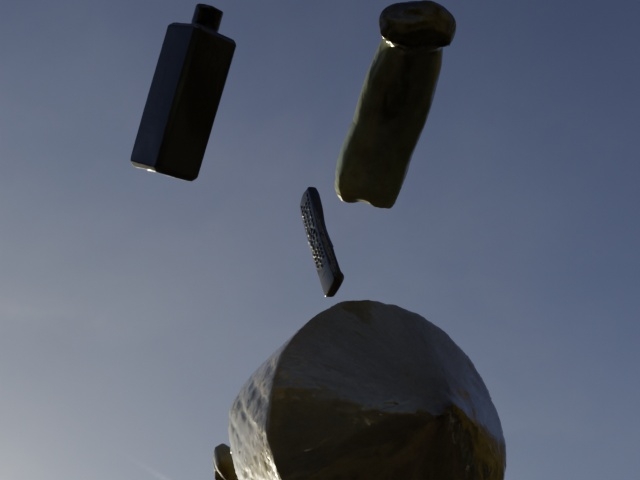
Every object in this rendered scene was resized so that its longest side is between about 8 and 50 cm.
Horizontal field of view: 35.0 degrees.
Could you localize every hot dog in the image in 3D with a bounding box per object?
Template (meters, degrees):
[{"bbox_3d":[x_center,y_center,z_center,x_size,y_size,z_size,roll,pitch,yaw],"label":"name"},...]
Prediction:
[{"bbox_3d":[-0.116,0.433,1.760,0.073,0.084,0.242,-55,-41,-12],"label":"hot dog"}]

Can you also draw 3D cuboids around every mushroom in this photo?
[{"bbox_3d":[0.093,-0.175,1.333,0.100,0.081,0.312,12,-49,-5],"label":"mushroom"}]

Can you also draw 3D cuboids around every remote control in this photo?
[{"bbox_3d":[0.000,0.000,1.704,0.028,0.212,0.059,1,-41,-20],"label":"remote control"}]

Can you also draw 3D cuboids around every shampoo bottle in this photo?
[{"bbox_3d":[-0.190,-0.211,1.430,0.079,0.080,0.246,16,-90,-45],"label":"shampoo bottle"}]

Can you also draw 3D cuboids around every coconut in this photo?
[{"bbox_3d":[0.053,0.214,1.102,0.329,0.329,0.329,-6,-40,-5],"label":"coconut"}]
